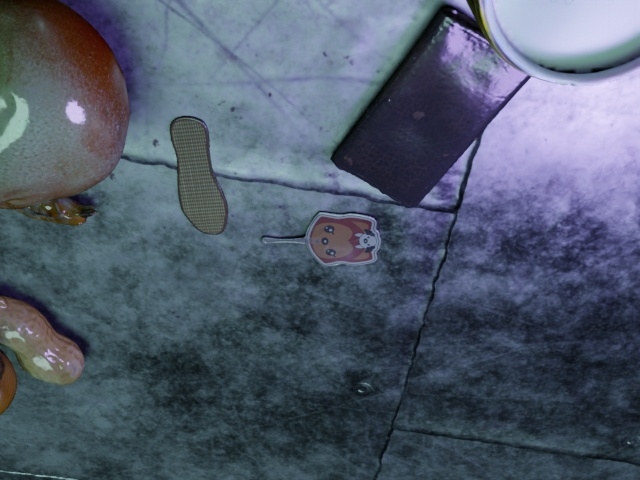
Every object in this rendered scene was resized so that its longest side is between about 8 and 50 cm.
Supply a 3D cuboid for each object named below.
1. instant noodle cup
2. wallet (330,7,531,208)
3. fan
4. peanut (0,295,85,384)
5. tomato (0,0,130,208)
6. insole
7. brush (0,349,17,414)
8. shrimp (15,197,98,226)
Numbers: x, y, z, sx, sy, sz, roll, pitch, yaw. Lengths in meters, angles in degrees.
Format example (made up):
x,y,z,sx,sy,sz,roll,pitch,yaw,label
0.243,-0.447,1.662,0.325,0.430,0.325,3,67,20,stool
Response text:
x,y,z,sx,sy,sz,roll,pitch,yaw,label
0.289,-0.344,0.828,0.326,0.254,0.325,3,132,4,instant noodle cup
0.163,-0.191,1.116,0.170,0.044,0.321,26,132,-15,wallet
0.000,0.000,1.321,0.220,0.009,0.132,1,131,4,fan
-0.594,0.207,1.500,0.117,0.101,0.263,-27,125,9,peanut
-0.415,-0.179,1.010,0.304,0.239,0.303,-20,147,-13,tomato
-0.211,-0.104,1.252,0.086,0.005,0.253,-1,131,6,insole
-0.726,0.241,1.461,0.174,0.267,0.166,-24,127,-20,brush
-0.473,-0.084,1.263,0.188,0.051,0.132,18,131,-6,shrimp
